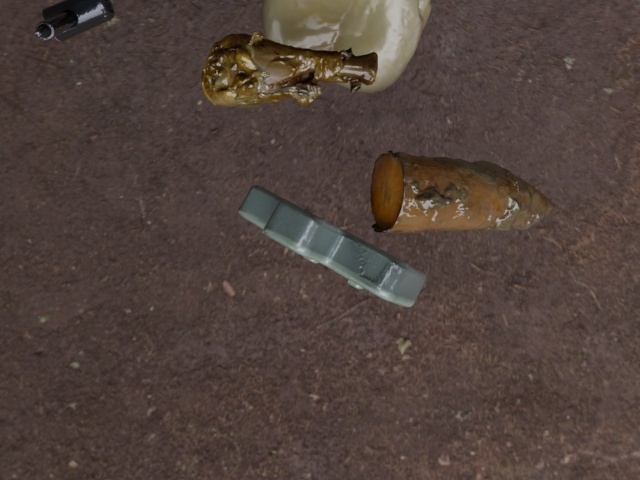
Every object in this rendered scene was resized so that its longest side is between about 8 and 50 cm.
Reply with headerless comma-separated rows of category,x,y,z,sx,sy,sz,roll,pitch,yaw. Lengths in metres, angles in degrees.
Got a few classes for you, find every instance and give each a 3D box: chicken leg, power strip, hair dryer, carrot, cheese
chicken leg,-0.036,-0.199,0.750,0.208,0.101,0.085,-2,86,2
power strip,-0.001,0.000,0.856,0.265,0.194,0.059,29,92,27
hair dryer,-0.476,-0.415,1.224,0.128,0.255,0.070,-21,118,5
carrot,0.184,-0.048,0.781,0.263,0.102,0.101,4,115,-24
cheese,0.039,-0.293,0.843,0.235,0.117,0.218,-23,118,27
